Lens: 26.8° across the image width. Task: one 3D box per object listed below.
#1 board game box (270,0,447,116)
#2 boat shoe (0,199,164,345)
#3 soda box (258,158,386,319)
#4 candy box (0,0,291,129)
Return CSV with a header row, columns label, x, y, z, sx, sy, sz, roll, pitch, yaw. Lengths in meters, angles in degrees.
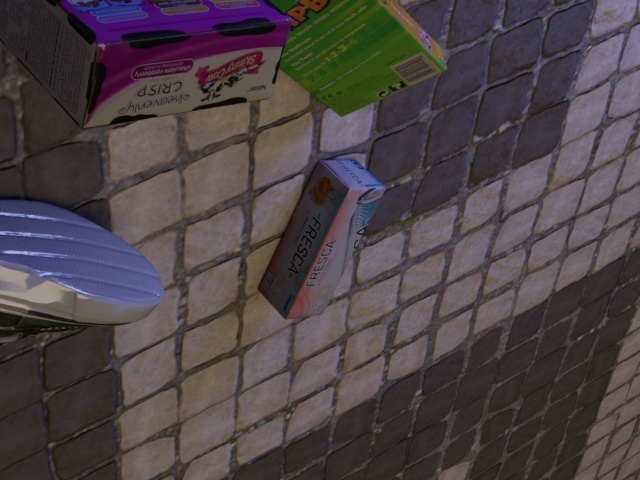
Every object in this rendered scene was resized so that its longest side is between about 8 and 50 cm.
label,x,y,z,sx,sy,sz,roll,pitch,yaw
board game box,0.012,-0.196,1.257,0.124,0.039,0.259,-22,157,21
boat shoe,-0.296,0.038,1.167,0.335,0.121,0.119,11,126,-41
soda box,0.000,0.000,1.490,0.063,0.058,0.183,-6,131,-45
candy box,-0.154,-0.178,0.951,0.159,0.233,0.071,-14,137,-38
